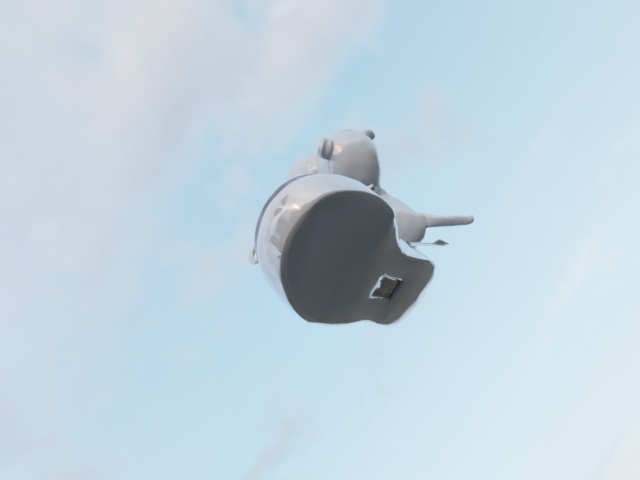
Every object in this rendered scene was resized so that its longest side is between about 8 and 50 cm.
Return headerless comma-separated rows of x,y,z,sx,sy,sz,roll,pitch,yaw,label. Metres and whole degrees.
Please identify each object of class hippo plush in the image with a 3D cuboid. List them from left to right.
0.042,-0.058,1.046,0.234,0.294,0.236,-32,-82,-47,hippo plush

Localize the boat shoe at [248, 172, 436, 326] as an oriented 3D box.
0.006,-0.007,0.655,0.136,0.156,0.367,-57,-26,5,boat shoe
